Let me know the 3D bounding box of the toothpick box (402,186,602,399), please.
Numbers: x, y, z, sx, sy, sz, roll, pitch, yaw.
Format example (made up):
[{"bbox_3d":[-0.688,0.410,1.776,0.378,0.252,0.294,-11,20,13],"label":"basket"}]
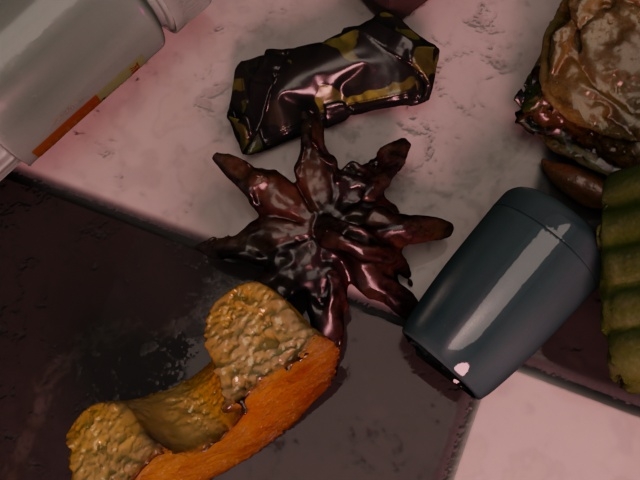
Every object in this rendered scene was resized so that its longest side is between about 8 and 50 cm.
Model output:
[{"bbox_3d":[0.166,0.052,0.709,0.120,0.120,0.184,41,85,13],"label":"toothpick box"}]

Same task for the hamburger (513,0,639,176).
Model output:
[{"bbox_3d":[0.308,-0.164,0.762,0.183,0.130,0.206,27,94,18],"label":"hamburger"}]

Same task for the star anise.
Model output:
[{"bbox_3d":[0.000,0.000,0.733,0.272,0.102,0.272,0,85,-1],"label":"star anise"}]

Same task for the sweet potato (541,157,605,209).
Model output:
[{"bbox_3d":[0.263,-0.055,0.773,0.095,0.034,0.034,32,80,22],"label":"sweet potato"}]

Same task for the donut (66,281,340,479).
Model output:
[{"bbox_3d":[-0.093,0.151,0.692,0.259,0.152,0.101,-40,62,4],"label":"donut"}]

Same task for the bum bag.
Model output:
[{"bbox_3d":[0.011,-0.168,0.804,0.232,0.060,0.107,-18,84,2],"label":"bum bag"}]

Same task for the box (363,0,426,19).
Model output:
[{"bbox_3d":[0.063,-0.391,0.811,0.188,0.153,0.252,-39,77,-4],"label":"box"}]

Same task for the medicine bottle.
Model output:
[{"bbox_3d":[-0.278,-0.202,0.785,0.318,0.158,0.158,-44,77,-8],"label":"medicine bottle"}]

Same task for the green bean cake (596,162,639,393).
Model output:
[{"bbox_3d":[0.342,0.035,0.661,0.214,0.113,0.200,8,77,-31],"label":"green bean cake"}]
